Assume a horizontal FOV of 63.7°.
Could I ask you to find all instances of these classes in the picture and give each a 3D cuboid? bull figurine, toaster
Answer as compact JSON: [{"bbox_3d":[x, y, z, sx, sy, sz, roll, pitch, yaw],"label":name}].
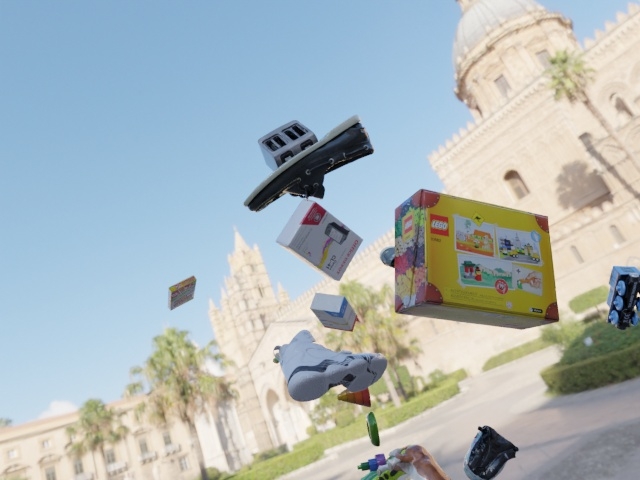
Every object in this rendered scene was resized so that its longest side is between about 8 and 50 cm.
[{"bbox_3d":[0.296,0.678,1.415,0.189,0.101,0.310,1,13,-22],"label":"bull figurine"},{"bbox_3d":[-0.101,-0.304,1.723,0.168,0.185,0.110,-30,-48,-11],"label":"toaster"}]

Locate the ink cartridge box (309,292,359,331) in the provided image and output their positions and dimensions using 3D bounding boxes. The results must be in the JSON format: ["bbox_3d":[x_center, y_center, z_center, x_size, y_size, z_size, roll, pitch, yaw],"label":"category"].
[{"bbox_3d":[0.064,0.305,2.109,0.134,0.078,0.231,4,-32,27],"label":"ink cartridge box"}]

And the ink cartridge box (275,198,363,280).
[{"bbox_3d":[0.000,0.000,2.192,0.306,0.226,0.131,36,-10,-27],"label":"ink cartridge box"}]

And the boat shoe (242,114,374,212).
[{"bbox_3d":[-0.016,-0.149,1.170,0.340,0.113,0.127,-39,4,-19],"label":"boat shoe"}]

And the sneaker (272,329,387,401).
[{"bbox_3d":[0.029,0.380,1.651,0.366,0.210,0.137,-4,-57,-31],"label":"sneaker"}]

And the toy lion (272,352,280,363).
[{"bbox_3d":[-0.101,0.417,1.779,0.096,0.100,0.034,-14,-48,-60],"label":"toy lion"}]

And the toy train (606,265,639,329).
[{"bbox_3d":[0.872,0.164,1.477,0.080,0.184,0.105,2,25,9],"label":"toy train"}]

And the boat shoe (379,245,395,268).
[{"bbox_3d":[0.429,0.067,2.313,0.320,0.099,0.116,-8,-67,-13],"label":"boat shoe"}]

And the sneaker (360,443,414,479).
[{"bbox_3d":[0.270,0.874,2.000,0.296,0.109,0.124,-17,9,-38],"label":"sneaker"}]

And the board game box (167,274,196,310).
[{"bbox_3d":[-0.636,0.246,2.359,0.124,0.039,0.259,-28,-14,-28],"label":"board game box"}]

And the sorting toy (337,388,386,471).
[{"bbox_3d":[0.148,0.699,1.949,0.126,0.365,0.127,-8,-41,-5],"label":"sorting toy"}]

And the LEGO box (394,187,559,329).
[{"bbox_3d":[0.508,0.074,1.701,0.501,0.372,0.193,10,-22,-17],"label":"LEGO box"}]

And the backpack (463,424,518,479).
[{"bbox_3d":[0.583,0.764,1.804,0.182,0.152,0.115,-43,-33,-28],"label":"backpack"}]
